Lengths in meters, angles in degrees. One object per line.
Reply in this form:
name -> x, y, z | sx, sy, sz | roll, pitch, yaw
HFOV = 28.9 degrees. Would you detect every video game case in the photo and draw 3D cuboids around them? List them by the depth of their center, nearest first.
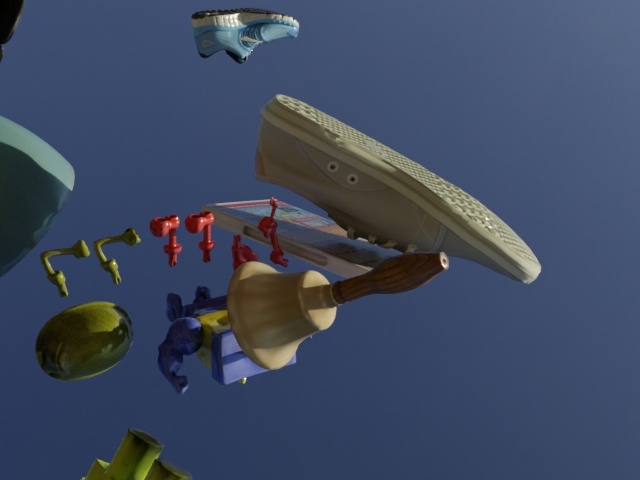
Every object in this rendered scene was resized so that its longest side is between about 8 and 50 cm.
video game case -> 0.000, 0.000, 1.745 | 0.285, 0.025, 0.204 | 22, -166, 26

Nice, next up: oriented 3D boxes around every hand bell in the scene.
hand bell -> 0.032, 0.053, 1.339 | 0.242, 0.126, 0.126 | -18, -140, 31

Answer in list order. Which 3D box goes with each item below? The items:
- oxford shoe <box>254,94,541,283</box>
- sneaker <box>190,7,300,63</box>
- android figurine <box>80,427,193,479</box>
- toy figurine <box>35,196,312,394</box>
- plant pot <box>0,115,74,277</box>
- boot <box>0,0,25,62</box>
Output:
oxford shoe -> 0.100, -0.047, 1.735 | 0.449, 0.130, 0.169 | 28, -167, -7
sneaker -> -0.105, -0.283, 1.723 | 0.162, 0.073, 0.063 | -8, -160, -27
android figurine -> -0.220, 0.331, 1.240 | 0.248, 0.056, 0.272 | 24, -93, 59
toy figurine -> -0.133, 0.091, 1.489 | 0.363, 0.191, 0.217 | -12, -154, -35
plant pot -> -0.512, -0.076, 1.694 | 0.290, 0.195, 0.290 | -26, -146, 19
boot -> -0.473, -0.374, 1.701 | 0.223, 0.118, 0.338 | 23, -80, 39
